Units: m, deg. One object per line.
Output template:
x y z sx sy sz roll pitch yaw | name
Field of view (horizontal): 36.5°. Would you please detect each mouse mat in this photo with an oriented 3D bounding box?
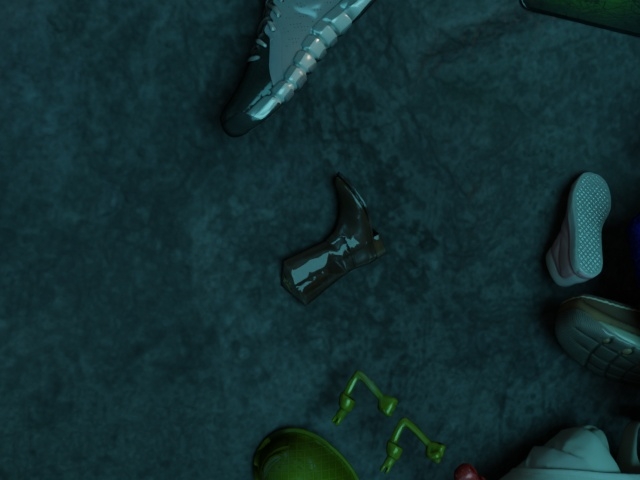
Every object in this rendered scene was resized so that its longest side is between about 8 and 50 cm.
0.314 -0.313 1.070 0.189 0.007 0.153 8 96 -19 | mouse mat

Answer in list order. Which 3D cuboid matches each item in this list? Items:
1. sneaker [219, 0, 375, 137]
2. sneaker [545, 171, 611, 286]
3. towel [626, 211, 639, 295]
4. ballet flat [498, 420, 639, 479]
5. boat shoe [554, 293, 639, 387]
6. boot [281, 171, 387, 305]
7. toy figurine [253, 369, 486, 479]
-0.051 -0.215 0.928 0.132 0.086 0.229 43 73 -15 | sneaker
0.285 -0.009 1.091 0.050 0.070 0.134 19 63 -12 | sneaker
0.452 0.107 1.033 0.227 0.076 0.308 -6 79 -30 | towel
0.339 0.274 1.120 0.400 0.139 0.139 6 97 -24 | ballet flat
0.407 0.111 1.120 0.324 0.123 0.117 20 69 -24 | boat shoe
0.000 0.000 0.999 0.114 0.037 0.106 -30 105 -8 | boot
0.081 0.314 0.907 0.191 0.217 0.362 -44 85 11 | toy figurine
